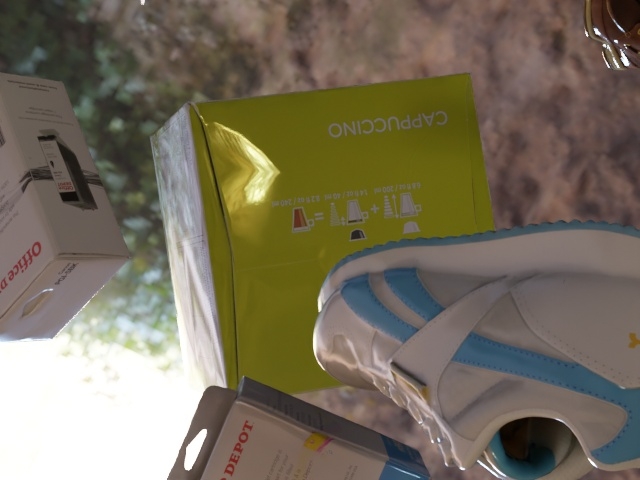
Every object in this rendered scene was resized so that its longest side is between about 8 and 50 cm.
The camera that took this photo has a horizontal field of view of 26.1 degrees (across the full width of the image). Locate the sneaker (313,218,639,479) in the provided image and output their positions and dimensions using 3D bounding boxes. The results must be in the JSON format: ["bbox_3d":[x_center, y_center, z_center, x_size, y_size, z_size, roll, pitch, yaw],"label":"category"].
[{"bbox_3d":[0.064,0.052,0.574,0.228,0.087,0.092,-14,-117,59],"label":"sneaker"}]

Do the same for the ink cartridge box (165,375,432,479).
[{"bbox_3d":[-0.019,0.149,0.846,0.090,0.143,0.092,-98,-148,-87],"label":"ink cartridge box"}]

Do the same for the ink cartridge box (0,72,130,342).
[{"bbox_3d":[-0.182,-0.018,0.841,0.099,0.056,0.135,-42,-119,34],"label":"ink cartridge box"}]

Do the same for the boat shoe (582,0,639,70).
[{"bbox_3d":[0.279,-0.204,1.252,0.178,0.060,0.064,31,66,-62],"label":"boat shoe"}]

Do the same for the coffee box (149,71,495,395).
[{"bbox_3d":[0.000,0.000,1.666,0.334,0.337,0.338,167,-85,-76],"label":"coffee box"}]

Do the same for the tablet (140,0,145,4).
[{"bbox_3d":[-0.146,-0.244,1.153,0.054,0.006,0.083,130,-38,-81],"label":"tablet"}]
